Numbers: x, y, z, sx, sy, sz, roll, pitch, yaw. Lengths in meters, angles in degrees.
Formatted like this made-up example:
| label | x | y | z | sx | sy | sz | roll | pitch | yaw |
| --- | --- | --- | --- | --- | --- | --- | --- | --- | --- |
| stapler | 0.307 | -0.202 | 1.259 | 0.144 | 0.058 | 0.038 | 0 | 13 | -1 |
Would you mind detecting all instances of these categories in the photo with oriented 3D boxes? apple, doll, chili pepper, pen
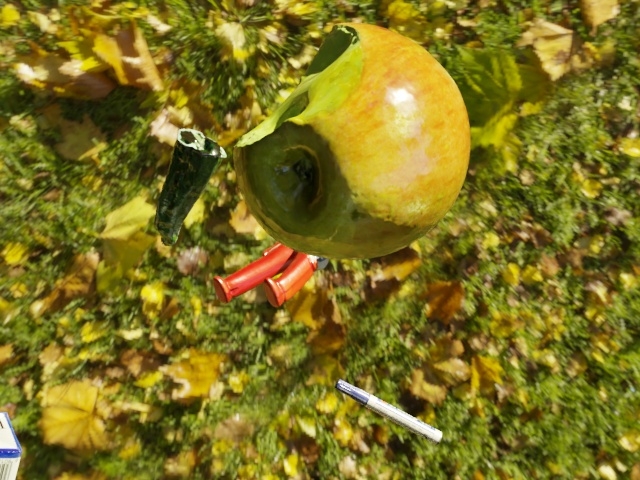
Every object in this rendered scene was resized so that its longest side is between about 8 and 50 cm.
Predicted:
| label | x | y | z | sx | sy | sz | roll | pitch | yaw |
| --- | --- | --- | --- | --- | --- | --- | --- | --- | --- |
| apple | 0.025 | -0.098 | 0.924 | 0.226 | 0.246 | 0.246 | -29 | 110 | -41 |
| doll | 0.000 | 0.000 | 1.512 | 0.384 | 0.188 | 0.099 | -34 | 113 | -42 |
| chili pepper | -0.225 | -0.072 | 1.466 | 0.088 | 0.059 | 0.226 | 32 | 126 | 9 |
| pen | 0.115 | 0.289 | 1.505 | 0.204 | 0.025 | 0.025 | 29 | 100 | -4 |

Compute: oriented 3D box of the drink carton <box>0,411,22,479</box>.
| label | x | y | z | sx | sy | sz | roll | pitch | yaw |
| --- | --- | --- | --- | --- | --- | --- | --- | --- | --- |
| drink carton | -0.586 | 0.448 | 1.467 | 0.107 | 0.130 | 0.314 | 8 | 106 | -32 |
